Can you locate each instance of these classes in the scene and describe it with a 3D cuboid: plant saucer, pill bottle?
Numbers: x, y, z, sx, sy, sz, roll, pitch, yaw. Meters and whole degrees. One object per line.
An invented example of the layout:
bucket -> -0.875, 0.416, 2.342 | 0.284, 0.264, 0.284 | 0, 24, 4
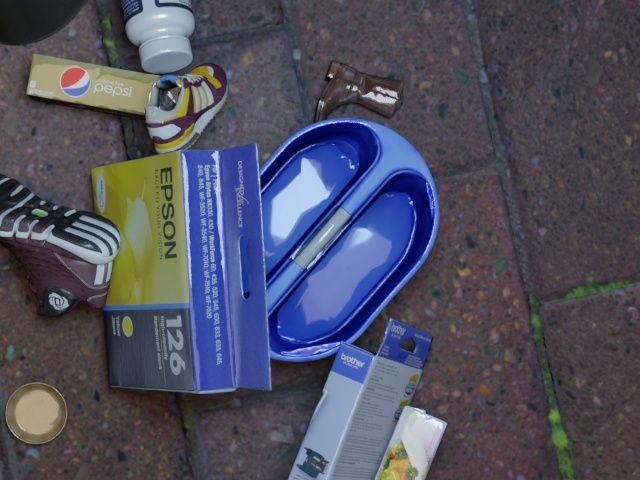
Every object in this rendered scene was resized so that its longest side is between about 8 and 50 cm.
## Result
plant saucer -> -0.387, 0.235, 1.751 | 0.083, 0.015, 0.084 | 0, 89, -2
pill bottle -> -0.220, -0.314, 1.716 | 0.094, 0.094, 0.169 | -11, 75, -3

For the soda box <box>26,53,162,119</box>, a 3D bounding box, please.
soda box -> -0.301, -0.206, 1.743 | 0.181, 0.061, 0.058 | 9, 87, -2

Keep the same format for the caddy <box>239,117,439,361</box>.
caddy -> 0.000, 0.000, 1.692 | 0.241, 0.179, 0.341 | 41, 88, 0

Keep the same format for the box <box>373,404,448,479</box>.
box -> 0.081, 0.375, 1.687 | 0.063, 0.067, 0.324 | 22, 87, 11

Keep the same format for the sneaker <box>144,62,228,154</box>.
sneaker -> -0.177, -0.196, 1.695 | 0.069, 0.185, 0.084 | -1, 131, 20

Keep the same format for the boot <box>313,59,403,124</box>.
boot -> 0.054, -0.185, 1.773 | 0.114, 0.037, 0.106 | 19, 90, -6

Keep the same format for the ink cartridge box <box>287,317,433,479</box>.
ink cartridge box -> 0.046, 0.250, 1.684 | 0.065, 0.186, 0.311 | 23, 89, 26

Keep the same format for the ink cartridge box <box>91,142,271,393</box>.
ink cartridge box -> -0.184, 0.041, 1.635 | 0.072, 0.307, 0.304 | -2, 87, -37

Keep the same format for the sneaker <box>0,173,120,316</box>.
sneaker -> -0.400, 0.020, 1.718 | 0.281, 0.106, 0.163 | 22, 124, 21

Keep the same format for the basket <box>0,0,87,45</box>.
basket -> -0.391, -0.364, 1.661 | 0.154, 0.227, 0.204 | 44, 87, -1
